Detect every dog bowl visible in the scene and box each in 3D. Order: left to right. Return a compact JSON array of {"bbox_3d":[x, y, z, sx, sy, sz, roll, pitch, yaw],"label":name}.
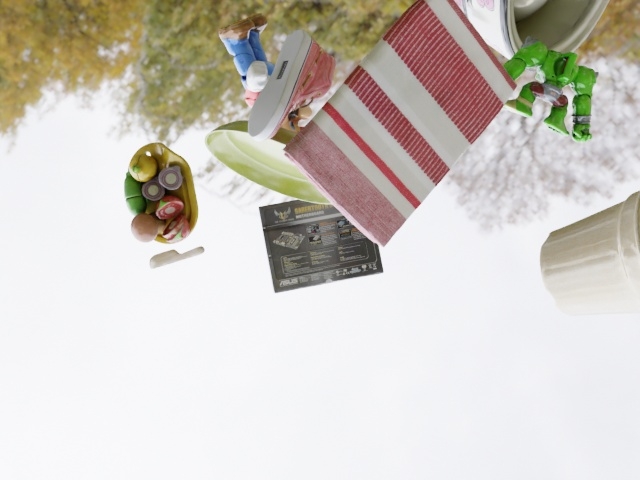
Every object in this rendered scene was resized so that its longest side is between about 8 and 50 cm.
[{"bbox_3d":[0.377,-0.508,1.710,0.150,0.407,0.408,28,-157,34],"label":"dog bowl"}]

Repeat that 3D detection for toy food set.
[{"bbox_3d":[-0.279,-0.056,1.682,0.071,0.128,0.217,-28,-72,-66],"label":"toy food set"}]

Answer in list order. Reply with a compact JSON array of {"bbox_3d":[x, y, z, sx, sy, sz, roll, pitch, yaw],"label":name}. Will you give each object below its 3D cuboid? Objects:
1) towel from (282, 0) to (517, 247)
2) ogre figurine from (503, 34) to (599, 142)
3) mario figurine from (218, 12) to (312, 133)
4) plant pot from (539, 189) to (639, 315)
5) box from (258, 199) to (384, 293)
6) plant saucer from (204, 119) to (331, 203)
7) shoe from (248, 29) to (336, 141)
[{"bbox_3d":[0.122,-0.179,1.440,0.237,0.329,0.037,44,175,-35],"label":"towel"},{"bbox_3d":[0.367,-0.244,1.578,0.197,0.118,0.097,25,-175,3],"label":"ogre figurine"},{"bbox_3d":[-0.087,-0.327,2.110,0.198,0.170,0.320,-31,-72,-31],"label":"mario figurine"},{"bbox_3d":[0.712,0.049,2.370,0.334,0.305,0.333,15,-113,-41],"label":"plant pot"},{"bbox_3d":[0.000,0.000,2.017,0.056,0.231,0.183,119,140,-86],"label":"box"},{"bbox_3d":[-0.061,-0.126,1.533,0.241,0.241,0.037,28,-107,-21],"label":"plant saucer"},{"bbox_3d":[-0.037,-0.209,1.428,0.081,0.063,0.178,33,-107,-38],"label":"shoe"}]
